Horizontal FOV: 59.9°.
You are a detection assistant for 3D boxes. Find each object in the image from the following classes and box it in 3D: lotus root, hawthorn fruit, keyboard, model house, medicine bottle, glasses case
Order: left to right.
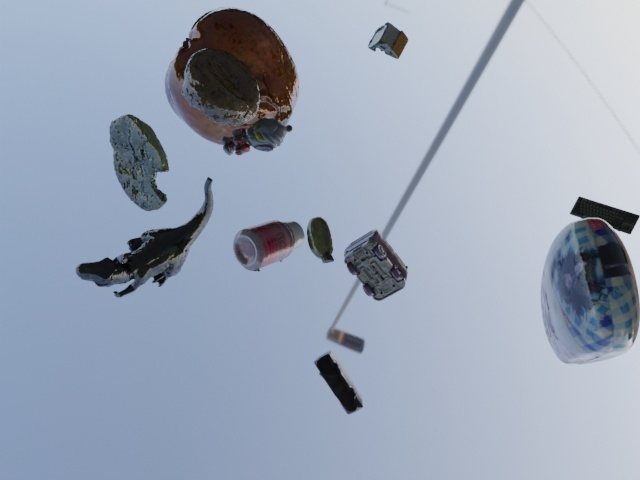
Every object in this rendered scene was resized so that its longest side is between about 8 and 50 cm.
[{"bbox_3d":[-0.287,-0.536,1.884,0.472,0.471,0.471,12,-135,-13],"label":"hawthorn fruit"},{"bbox_3d":[-0.167,0.006,1.866,0.147,0.147,0.247,44,-144,19],"label":"medicine bottle"},{"bbox_3d":[-0.001,0.000,1.757,0.077,0.090,0.182,-12,-132,-2],"label":"lotus root"},{"bbox_3d":[0.228,-0.661,1.870,0.100,0.101,0.087,29,-98,-22],"label":"model house"},{"bbox_3d":[0.287,0.068,0.611,0.076,0.327,0.125,-7,-106,17],"label":"glasses case"},{"bbox_3d":[0.616,-0.056,1.208,0.129,0.015,0.049,26,-105,32],"label":"keyboard"}]

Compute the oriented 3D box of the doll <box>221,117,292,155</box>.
[{"bbox_3d":[-0.157,-0.255,1.374,0.180,0.079,0.093,-14,-108,7],"label":"doll"}]

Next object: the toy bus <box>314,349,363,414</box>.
[{"bbox_3d":[0.049,0.370,1.458,0.171,0.058,0.072,58,-168,-3],"label":"toy bus"}]

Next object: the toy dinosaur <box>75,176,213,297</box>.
[{"bbox_3d":[-0.221,0.015,0.754,0.087,0.179,0.187,55,-132,-7],"label":"toy dinosaur"}]

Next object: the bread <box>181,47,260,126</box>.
[{"bbox_3d":[-0.274,-0.412,1.514,0.230,0.123,0.229,28,-135,-31],"label":"bread"}]

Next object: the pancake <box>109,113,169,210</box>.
[{"bbox_3d":[-0.460,-0.199,1.405,0.253,0.253,0.037,45,-135,20],"label":"pancake"}]

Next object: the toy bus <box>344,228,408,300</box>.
[{"bbox_3d":[0.185,0.080,1.818,0.202,0.142,0.142,51,-158,-15],"label":"toy bus"}]
